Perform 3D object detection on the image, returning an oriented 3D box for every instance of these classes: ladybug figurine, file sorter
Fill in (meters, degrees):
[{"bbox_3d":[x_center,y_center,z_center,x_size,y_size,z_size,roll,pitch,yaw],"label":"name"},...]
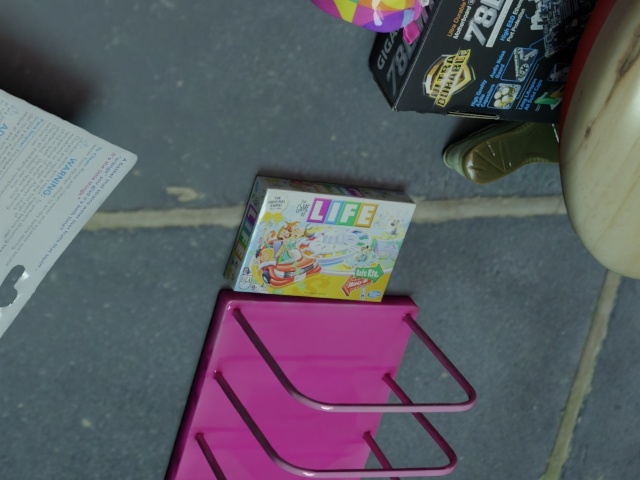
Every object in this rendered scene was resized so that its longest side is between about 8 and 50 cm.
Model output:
[{"bbox_3d":[0.342,-0.167,1.471,0.305,0.162,0.449,6,129,-30],"label":"ladybug figurine"},{"bbox_3d":[-0.005,0.218,1.654,0.202,0.182,0.291,3,118,-29],"label":"file sorter"}]

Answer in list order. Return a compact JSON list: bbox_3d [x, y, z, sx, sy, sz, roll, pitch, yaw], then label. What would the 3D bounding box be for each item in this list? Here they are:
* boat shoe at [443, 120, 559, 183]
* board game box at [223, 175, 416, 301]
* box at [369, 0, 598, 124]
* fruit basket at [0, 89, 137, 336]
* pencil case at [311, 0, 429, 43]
[{"bbox_3d":[0.185,-0.092,1.654,0.153,0.048,0.056,-23,115,-22],"label":"boat shoe"},{"bbox_3d":[0.000,0.000,1.619,0.154,0.026,0.103,5,116,-30],"label":"board game box"},{"bbox_3d":[0.224,-0.230,1.523,0.293,0.073,0.296,2,130,-26],"label":"box"},{"bbox_3d":[-0.352,-0.003,1.337,0.327,0.165,0.353,-51,145,12],"label":"fruit basket"},{"bbox_3d":[0.066,-0.276,1.414,0.104,0.104,0.236,-1,128,-27],"label":"pencil case"}]
